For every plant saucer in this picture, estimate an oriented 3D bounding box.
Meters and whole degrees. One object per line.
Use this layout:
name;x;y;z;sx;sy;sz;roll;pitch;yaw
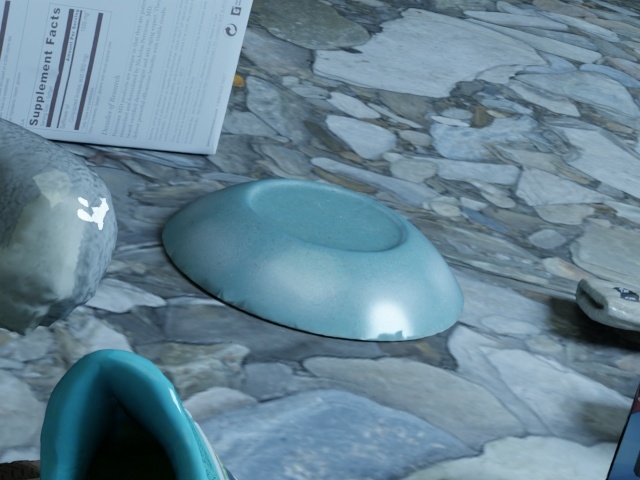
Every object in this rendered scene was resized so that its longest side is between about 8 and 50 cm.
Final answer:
plant saucer;0.000;0.000;1.037;0.194;0.037;0.195;12;22;-5

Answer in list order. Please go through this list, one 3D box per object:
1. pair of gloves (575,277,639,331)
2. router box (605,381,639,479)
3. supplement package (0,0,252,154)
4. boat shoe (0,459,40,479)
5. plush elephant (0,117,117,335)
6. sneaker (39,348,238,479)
pair of gloves;0.278;0.072;0.997;0.204;0.042;0.240;5;9;-14
router box;0.200;0.120;0.804;0.122;0.092;0.038;21;23;15
supplement package;-0.190;-0.155;1.152;0.244;0.134;0.139;5;24;-24
boat shoe;-0.155;0.146;0.558;0.257;0.095;0.095;-10;68;-59
plush elephant;-0.278;0.023;0.570;0.330;0.255;0.272;41;-31;-21
sneaker;-0.062;0.145;0.504;0.107;0.110;0.275;-14;37;2
